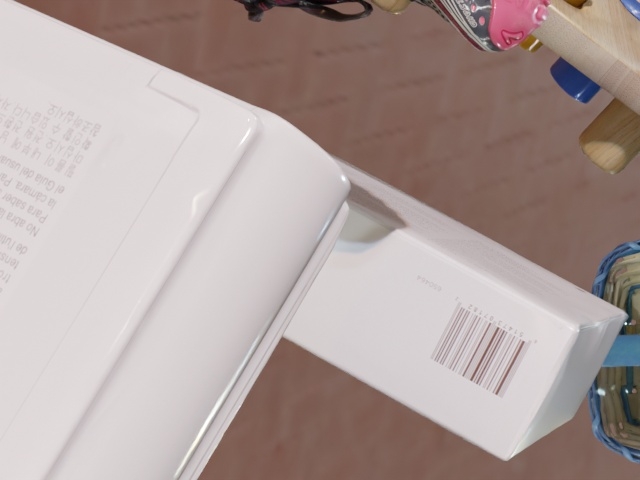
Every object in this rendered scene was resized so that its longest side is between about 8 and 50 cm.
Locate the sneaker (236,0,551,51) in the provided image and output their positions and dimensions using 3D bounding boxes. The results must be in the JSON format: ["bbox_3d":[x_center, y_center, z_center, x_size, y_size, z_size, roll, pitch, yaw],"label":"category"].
[{"bbox_3d":[-0.005,-0.162,1.035,0.112,0.299,0.121,-58,143,-1],"label":"sneaker"}]

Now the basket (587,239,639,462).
[{"bbox_3d":[0.326,0.090,1.603,0.289,0.255,0.201,1,89,-81],"label":"basket"}]

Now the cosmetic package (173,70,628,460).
[{"bbox_3d":[0.000,0.000,1.263,0.097,0.377,0.284,-63,166,9],"label":"cosmetic package"}]

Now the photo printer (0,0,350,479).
[{"bbox_3d":[-0.162,0.054,0.811,0.307,0.256,0.107,-60,145,-8],"label":"photo printer"}]

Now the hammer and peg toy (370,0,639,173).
[{"bbox_3d":[0.161,-0.211,1.355,0.127,0.266,0.361,-49,-165,25],"label":"hammer and peg toy"}]
